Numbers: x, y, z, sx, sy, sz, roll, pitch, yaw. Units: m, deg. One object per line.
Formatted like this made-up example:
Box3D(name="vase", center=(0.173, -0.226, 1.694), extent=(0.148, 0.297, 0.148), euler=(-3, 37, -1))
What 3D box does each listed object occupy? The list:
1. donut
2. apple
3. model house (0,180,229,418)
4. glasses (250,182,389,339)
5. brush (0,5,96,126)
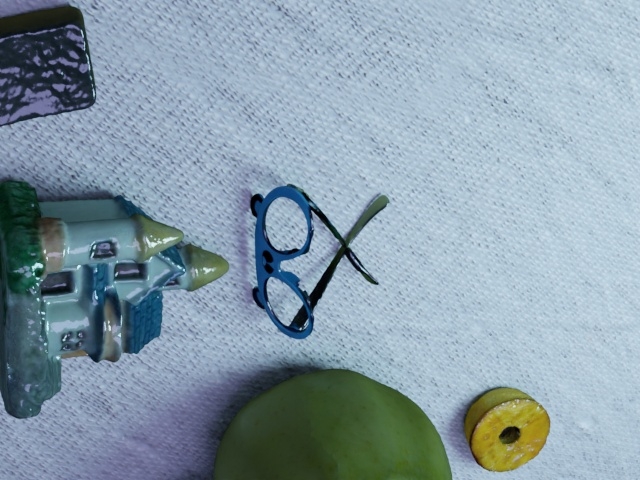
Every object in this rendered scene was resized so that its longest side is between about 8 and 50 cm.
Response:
Box3D(name="donut", center=(0.295, 0.299, 2.241), extent=(0.151, 0.058, 0.152), euler=(-10, 122, -15))
Box3D(name="apple", center=(0.024, 0.370, 2.026), extent=(0.357, 0.357, 0.357), euler=(-9, 121, -15))
Box3D(name="model house", center=(-0.261, 0.064, 1.823), extent=(0.324, 0.194, 0.267), euler=(-5, 120, -21))
Box3D(name="glasses", center=(0.012, 0.018, 1.945), extent=(0.206, 0.102, 0.239), euler=(-11, 121, -14))
Box3D(name="brush", center=(-0.373, -0.204, 1.698), extent=(0.197, 0.059, 0.123), euler=(-15, 124, -12))
